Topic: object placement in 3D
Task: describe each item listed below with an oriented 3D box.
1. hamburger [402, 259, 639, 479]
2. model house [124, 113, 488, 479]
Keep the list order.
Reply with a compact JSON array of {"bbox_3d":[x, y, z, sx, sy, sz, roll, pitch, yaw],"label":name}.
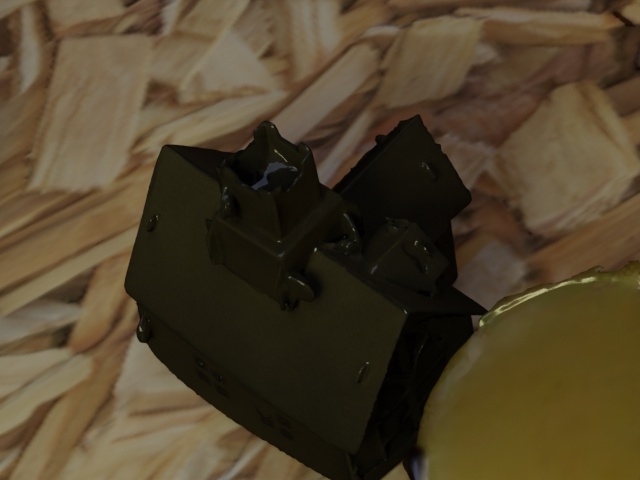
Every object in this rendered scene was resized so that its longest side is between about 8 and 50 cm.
[{"bbox_3d":[0.176,0.139,1.179,0.237,0.149,0.237,-13,61,24],"label":"hamburger"},{"bbox_3d":[0.000,0.000,1.245,0.211,0.243,0.204,33,68,26],"label":"model house"}]
